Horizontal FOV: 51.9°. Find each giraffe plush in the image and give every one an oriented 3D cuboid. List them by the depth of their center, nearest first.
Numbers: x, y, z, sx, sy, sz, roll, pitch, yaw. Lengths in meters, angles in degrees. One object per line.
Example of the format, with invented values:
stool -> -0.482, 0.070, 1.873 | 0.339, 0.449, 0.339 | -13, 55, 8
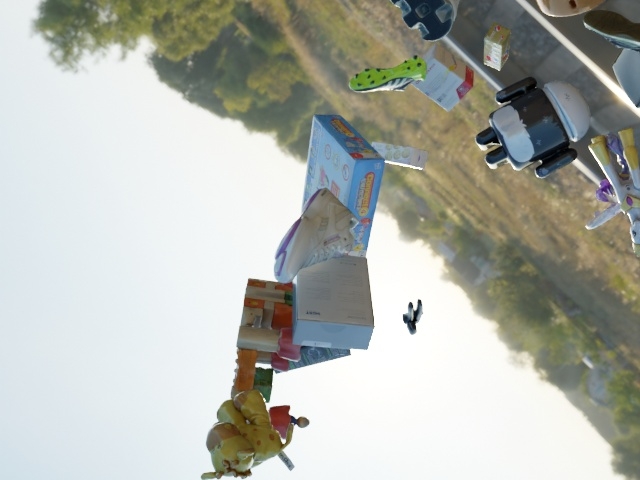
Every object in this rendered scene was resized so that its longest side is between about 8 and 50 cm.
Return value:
giraffe plush -> -0.174, 0.432, 1.377 | 0.210, 0.181, 0.170 | 30, -165, 25

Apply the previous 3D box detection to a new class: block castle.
block castle -> -0.116, 0.289, 1.761 | 0.213, 0.303, 0.453 | 7, -166, -4

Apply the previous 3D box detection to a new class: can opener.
can opener -> 0.269, 0.207, 1.870 | 0.186, 0.059, 0.073 | 87, 158, -60

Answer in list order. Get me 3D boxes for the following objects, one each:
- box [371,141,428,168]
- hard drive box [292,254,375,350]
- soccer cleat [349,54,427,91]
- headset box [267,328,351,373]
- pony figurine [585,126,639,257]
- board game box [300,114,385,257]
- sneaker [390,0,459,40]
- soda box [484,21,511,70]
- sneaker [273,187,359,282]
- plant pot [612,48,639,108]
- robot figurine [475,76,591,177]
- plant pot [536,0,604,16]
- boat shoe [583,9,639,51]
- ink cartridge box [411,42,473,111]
box -> 0.268, -0.300, 2.307 | 0.063, 0.067, 0.324 | 12, -172, -23
hard drive box -> 0.026, 0.138, 1.565 | 0.181, 0.089, 0.232 | 7, -140, -7
soccer cleat -> 0.155, -0.362, 1.489 | 0.072, 0.179, 0.060 | 66, -168, -59
headset box -> -0.063, 0.284, 2.178 | 0.131, 0.283, 0.246 | 69, -173, -50
pony figurine -> 0.893, -0.137, 1.907 | 0.351, 0.303, 0.363 | -31, -79, -62
board game box -> 0.050, -0.144, 1.786 | 0.086, 0.308, 0.302 | -4, -147, -22
sneaker -> 0.163, -0.562, 1.296 | 0.330, 0.122, 0.146 | 51, -133, -22
soda box -> 0.545, -0.597, 2.032 | 0.061, 0.058, 0.181 | 31, 179, 16
sneaker -> 0.000, 0.000, 1.481 | 0.152, 0.114, 0.305 | 37, -135, -4
plant pot -> 0.937, -0.464, 1.801 | 0.187, 0.188, 0.167 | 83, -174, -69
robot figurine -> 0.540, -0.286, 1.676 | 0.209, 0.278, 0.173 | 54, -161, -25
plant pot -> 0.720, -0.789, 1.900 | 0.291, 0.291, 0.203 | 52, 171, 50
boat shoe -> 0.565, -0.386, 1.235 | 0.152, 0.056, 0.049 | 34, 168, 27
ink cartridge box -> 0.421, -0.567, 2.279 | 0.176, 0.128, 0.127 | 33, -138, -15
